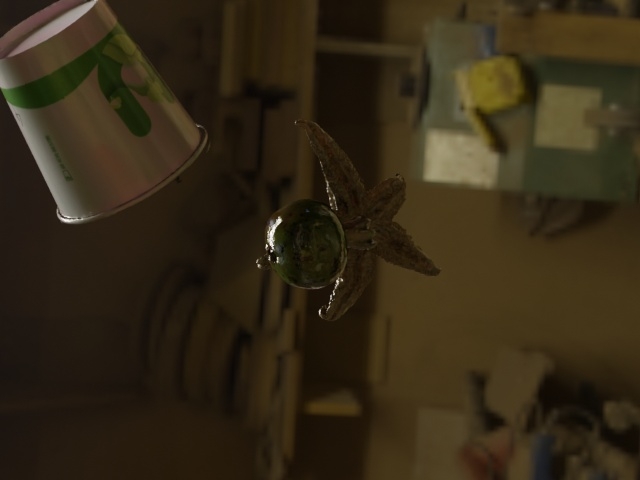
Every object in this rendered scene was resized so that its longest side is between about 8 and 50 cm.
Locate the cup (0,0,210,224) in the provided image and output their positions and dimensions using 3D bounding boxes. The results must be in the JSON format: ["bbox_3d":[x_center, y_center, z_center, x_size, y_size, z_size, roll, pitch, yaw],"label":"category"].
[{"bbox_3d":[-0.330,-0.197,2.368,0.274,0.253,0.253,61,-170,-22],"label":"cup"}]

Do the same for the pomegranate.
[{"bbox_3d":[0.000,0.000,2.035,0.114,0.142,0.114,42,140,51],"label":"pomegranate"}]

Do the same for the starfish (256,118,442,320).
[{"bbox_3d":[0.028,-0.015,2.133,0.295,0.231,0.048,52,165,-26],"label":"starfish"}]
